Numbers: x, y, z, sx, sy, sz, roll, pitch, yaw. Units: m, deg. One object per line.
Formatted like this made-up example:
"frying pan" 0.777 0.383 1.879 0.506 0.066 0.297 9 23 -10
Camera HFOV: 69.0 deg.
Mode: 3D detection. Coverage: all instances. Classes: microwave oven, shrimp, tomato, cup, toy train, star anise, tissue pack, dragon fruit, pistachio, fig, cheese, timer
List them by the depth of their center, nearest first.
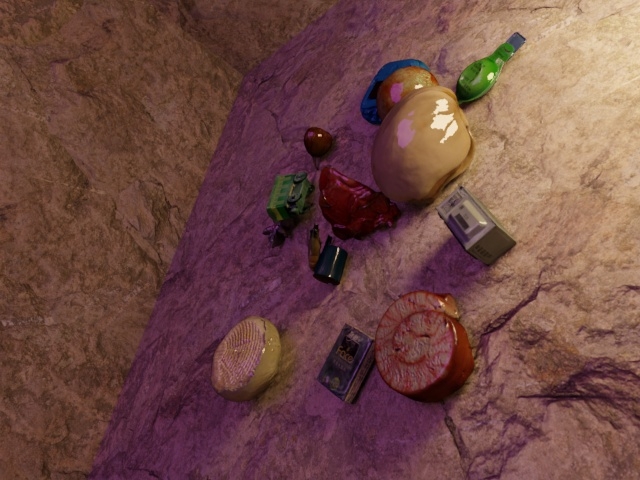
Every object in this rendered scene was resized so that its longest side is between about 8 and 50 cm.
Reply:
"microwave oven" 0.473 -0.047 1.440 0.122 0.162 0.208 -46 40 21
"tissue pack" 0.101 0.427 1.633 0.173 0.073 0.235 23 84 55
"pistachio" 0.372 -0.346 1.704 0.366 0.281 0.445 23 99 28
"cheese" 0.632 -0.646 1.767 0.320 0.083 0.203 -43 35 27
"dragon fruit" 0.125 -0.121 1.878 0.329 0.286 0.228 32 87 48
"tomato" 0.351 -0.563 1.887 0.270 0.270 0.223 -27 7 39
"cup" 0.033 0.101 1.941 0.150 0.113 0.138 -5 59 49
"shrimp" 0.000 0.000 1.980 0.051 0.261 0.198 13 39 19
"timer" 0.337 -0.690 2.165 0.340 0.115 0.308 26 89 56
"toy train" -0.150 -0.225 2.353 0.203 0.120 0.300 -10 44 20
"star anise" -0.212 -0.062 2.407 0.236 0.093 0.229 -11 55 46
"fig" -0.018 -0.509 2.470 0.149 0.148 0.202 -45 -22 -47

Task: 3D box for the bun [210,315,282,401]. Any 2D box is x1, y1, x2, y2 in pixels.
"bun" -0.288 0.509 1.964 0.364 0.202 0.364 -31 38 28

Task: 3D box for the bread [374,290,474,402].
"bread" 0.304 0.322 1.412 0.295 0.114 0.327 -39 40 27
